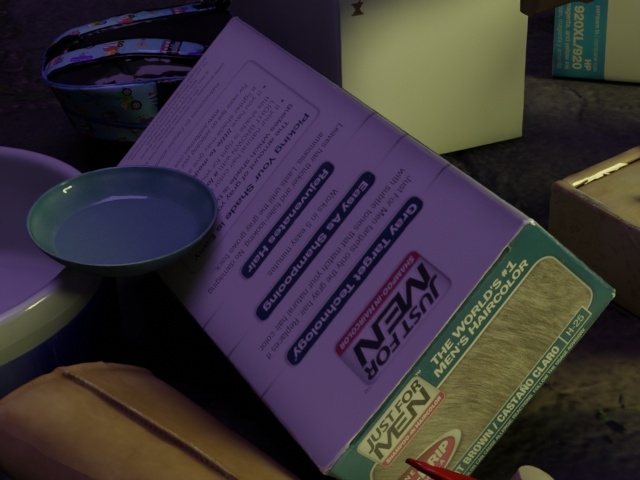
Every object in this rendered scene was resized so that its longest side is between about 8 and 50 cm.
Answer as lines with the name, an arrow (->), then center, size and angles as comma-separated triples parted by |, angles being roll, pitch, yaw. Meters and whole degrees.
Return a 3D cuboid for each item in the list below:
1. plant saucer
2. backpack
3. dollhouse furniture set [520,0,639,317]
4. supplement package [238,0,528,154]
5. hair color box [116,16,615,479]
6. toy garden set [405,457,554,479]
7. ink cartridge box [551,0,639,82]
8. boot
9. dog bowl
plant saucer -> -0.123, -0.009, 0.747 | 0.119, 0.021, 0.119 | 0, 33, 0
backpack -> -0.153, -0.136, 1.052 | 0.173, 0.117, 0.158 | -8, 33, -6
dollhouse furniture set -> 0.305, -0.160, 0.778 | 0.256, 0.394, 0.362 | -23, 37, -27
supplement package -> 0.045, -0.212, 1.093 | 0.177, 0.175, 0.293 | -13, 33, -16
hair color box -> 0.000, 0.000, 0.762 | 0.174, 0.105, 0.347 | -52, 41, 4
toy garden set -> 0.125, 0.180, 0.498 | 0.244, 0.049, 0.204 | 25, 26, -16
ink cartridge box -> 0.352, -0.254, 1.129 | 0.232, 0.168, 0.171 | 8, 35, 18
boot -> -0.072, 0.149, 0.561 | 0.269, 0.089, 0.236 | 28, 8, 32
dog bowl -> -0.270, 0.042, 0.800 | 0.265, 0.104, 0.265 | -3, 32, 2
